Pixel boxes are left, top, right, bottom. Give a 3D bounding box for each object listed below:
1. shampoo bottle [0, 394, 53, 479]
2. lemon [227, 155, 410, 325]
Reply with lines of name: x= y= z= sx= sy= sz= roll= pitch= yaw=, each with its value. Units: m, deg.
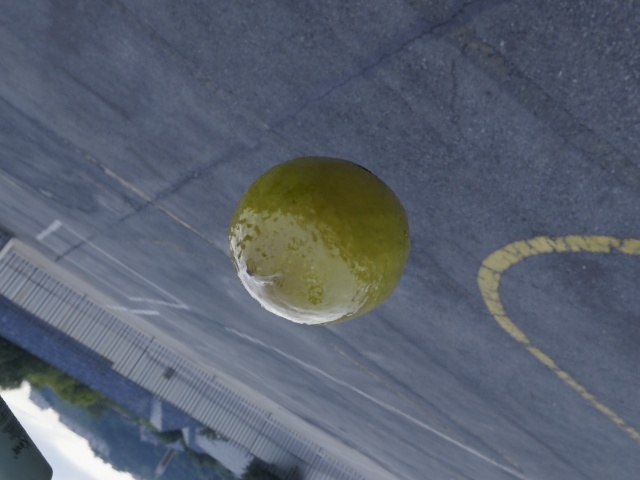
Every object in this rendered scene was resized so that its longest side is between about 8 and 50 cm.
shampoo bottle: x=-0.311 y=0.166 z=0.524 sx=0.085 sy=0.085 sz=0.262 roll=-2 pitch=118 yaw=58
lemon: x=0.003 y=0.000 z=0.821 sx=0.236 sy=0.236 sz=0.263 roll=27 pitch=180 yaw=12
